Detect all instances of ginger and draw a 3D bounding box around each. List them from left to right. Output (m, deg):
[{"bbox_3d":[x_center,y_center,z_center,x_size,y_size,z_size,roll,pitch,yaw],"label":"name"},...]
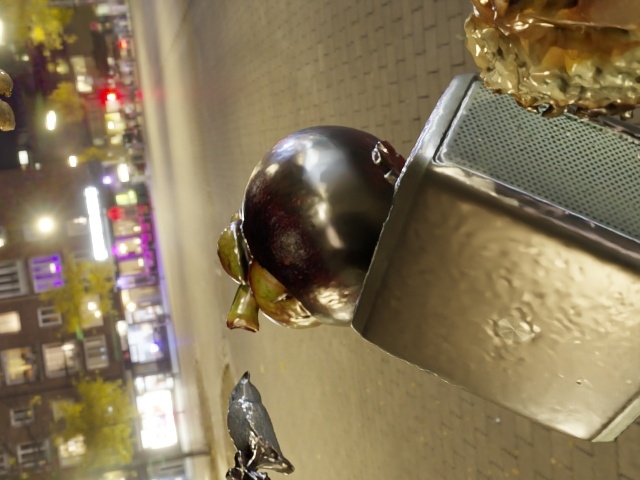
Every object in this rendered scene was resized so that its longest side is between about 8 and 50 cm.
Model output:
[{"bbox_3d":[-0.552,-0.280,1.315,0.149,0.065,0.258,67,-175,-56],"label":"ginger"}]

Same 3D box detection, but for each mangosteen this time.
[{"bbox_3d":[0.000,0.000,1.485,0.435,0.382,0.382,-42,47,28],"label":"mangosteen"}]

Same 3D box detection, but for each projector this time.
[{"bbox_3d":[0.282,0.029,1.067,0.395,0.405,0.242,103,-167,-52],"label":"projector"}]

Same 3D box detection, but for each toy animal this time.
[{"bbox_3d":[-0.097,0.313,1.303,0.121,0.117,0.210,98,176,-54],"label":"toy animal"}]

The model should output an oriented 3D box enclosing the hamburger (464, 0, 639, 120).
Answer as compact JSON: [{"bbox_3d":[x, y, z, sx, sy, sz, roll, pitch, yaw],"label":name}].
[{"bbox_3d":[0.276,-0.263,0.542,0.268,0.287,0.446,45,157,-31],"label":"hamburger"}]
